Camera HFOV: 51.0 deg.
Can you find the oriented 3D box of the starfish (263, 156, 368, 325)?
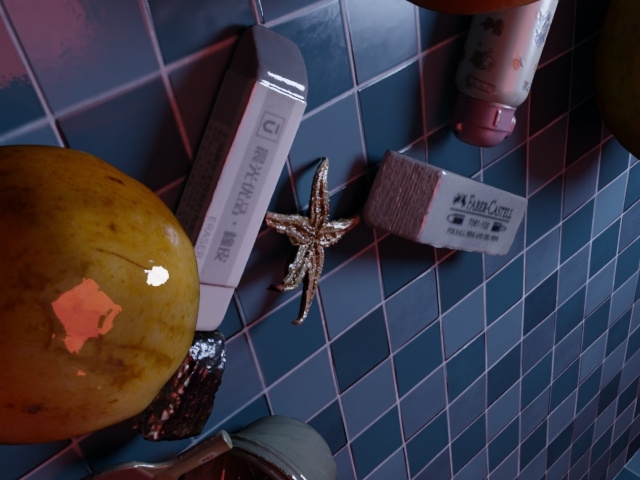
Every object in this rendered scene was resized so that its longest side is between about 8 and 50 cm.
[{"bbox_3d":[-0.007,-0.002,0.899,0.238,0.056,0.213,-32,129,-50],"label":"starfish"}]

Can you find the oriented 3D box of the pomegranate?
[{"bbox_3d":[-0.229,0.052,0.575,0.264,0.264,0.265,-22,125,-34],"label":"pomegranate"}]

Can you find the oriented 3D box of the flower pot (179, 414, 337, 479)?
[{"bbox_3d":[-0.066,0.338,0.933,0.140,0.235,0.236,-38,138,-53],"label":"flower pot"}]

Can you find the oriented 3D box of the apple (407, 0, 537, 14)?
[{"bbox_3d":[0.172,-0.387,0.674,0.319,0.319,0.277,-39,154,-21],"label":"apple"}]

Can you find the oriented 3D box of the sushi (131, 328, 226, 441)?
[{"bbox_3d":[-0.171,0.173,0.814,0.078,0.090,0.151,17,102,-42],"label":"sushi"}]

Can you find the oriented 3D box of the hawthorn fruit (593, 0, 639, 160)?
[{"bbox_3d":[0.689,-0.328,1.130,0.471,0.471,0.472,-22,125,-34],"label":"hawthorn fruit"}]

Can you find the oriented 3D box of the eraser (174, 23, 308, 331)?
[{"bbox_3d":[-0.101,-0.065,0.767,0.089,0.061,0.352,12,104,-45],"label":"eraser"}]

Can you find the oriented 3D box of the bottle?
[{"bbox_3d":[0.254,-0.250,0.965,0.109,0.110,0.234,-3,113,-42],"label":"bottle"}]

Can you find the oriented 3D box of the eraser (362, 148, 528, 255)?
[{"bbox_3d":[0.206,-0.047,1.040,0.352,0.077,0.112,8,107,-50],"label":"eraser"}]

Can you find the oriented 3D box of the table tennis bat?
[{"bbox_3d":[-0.222,0.303,0.829,0.246,0.022,0.138,-28,136,-1],"label":"table tennis bat"}]
